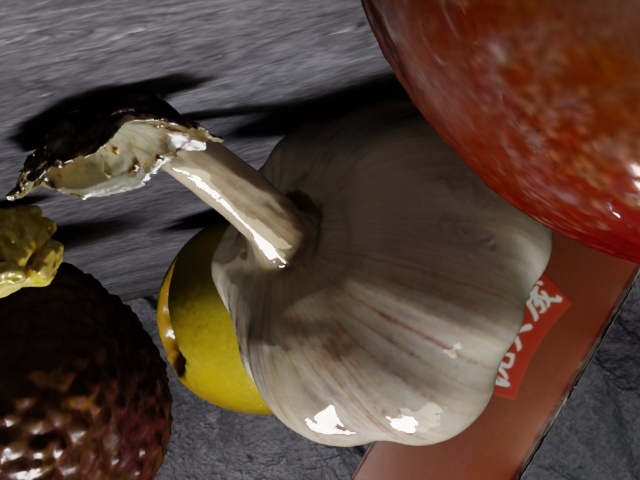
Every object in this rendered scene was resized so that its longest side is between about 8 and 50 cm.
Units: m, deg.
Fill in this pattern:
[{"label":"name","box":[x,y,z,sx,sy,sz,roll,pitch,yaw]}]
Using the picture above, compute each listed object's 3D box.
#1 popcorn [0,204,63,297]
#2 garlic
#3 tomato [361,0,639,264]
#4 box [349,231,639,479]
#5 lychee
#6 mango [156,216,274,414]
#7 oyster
[{"label":"popcorn","box":[-0.196,0.009,0.931,0.082,0.057,0.083,-20,173,6]},{"label":"garlic","box":[0.000,0.000,0.805,0.199,0.199,0.226,-15,151,36]},{"label":"tomato","box":[0.172,-0.060,0.457,0.338,0.144,0.338,-12,175,-1]},{"label":"box","box":[0.176,0.079,1.406,0.122,0.345,0.385,30,-178,6]},{"label":"lychee","box":[-0.237,0.126,1.207,0.260,0.261,0.260,-13,177,-1]},{"label":"mango","box":[-0.006,0.054,1.435,0.252,0.182,0.365,-10,180,17]},{"label":"oyster","box":[-0.104,-0.039,0.674,0.132,0.029,0.086,-12,173,33]}]
